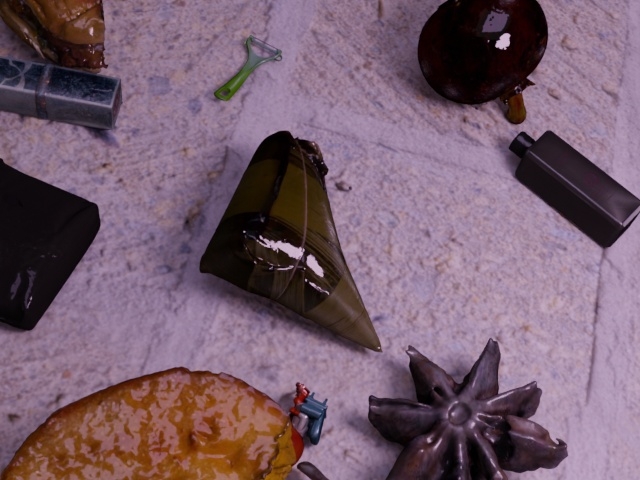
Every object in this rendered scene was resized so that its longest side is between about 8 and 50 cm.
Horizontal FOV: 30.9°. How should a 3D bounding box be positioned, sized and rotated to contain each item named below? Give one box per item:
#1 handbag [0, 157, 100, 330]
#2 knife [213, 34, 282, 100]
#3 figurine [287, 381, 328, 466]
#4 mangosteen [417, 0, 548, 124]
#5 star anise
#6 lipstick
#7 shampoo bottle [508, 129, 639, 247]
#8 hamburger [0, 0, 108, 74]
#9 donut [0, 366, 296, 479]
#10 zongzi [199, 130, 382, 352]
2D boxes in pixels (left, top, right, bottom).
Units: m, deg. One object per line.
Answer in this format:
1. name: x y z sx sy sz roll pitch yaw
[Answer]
1. handbag: -0.484 -0.004 1.789 0.223 0.080 0.247 24 58 6
2. knife: -0.134 -0.298 2.057 0.078 0.022 0.166 25 57 14
3. figurine: -0.041 0.284 1.697 0.075 0.068 0.140 30 65 11
4. mangosteen: 0.303 -0.320 2.047 0.235 0.235 0.261 -43 107 -28
5. star anise: 0.185 0.282 1.710 0.359 0.139 0.316 15 49 18
6. lipstick: -0.483 -0.254 1.944 0.289 0.076 0.077 10 60 -1
7. shampoo bottle: 0.431 -0.100 1.996 0.246 0.079 0.080 41 61 16
8. hamburger: -0.460 -0.418 1.999 0.245 0.155 0.282 10 55 -3
9. donut: -0.237 0.383 1.537 0.377 0.163 0.435 18 64 6
10. zongzi: 0.000 0.000 1.851 0.317 0.154 0.289 33 54 -12
